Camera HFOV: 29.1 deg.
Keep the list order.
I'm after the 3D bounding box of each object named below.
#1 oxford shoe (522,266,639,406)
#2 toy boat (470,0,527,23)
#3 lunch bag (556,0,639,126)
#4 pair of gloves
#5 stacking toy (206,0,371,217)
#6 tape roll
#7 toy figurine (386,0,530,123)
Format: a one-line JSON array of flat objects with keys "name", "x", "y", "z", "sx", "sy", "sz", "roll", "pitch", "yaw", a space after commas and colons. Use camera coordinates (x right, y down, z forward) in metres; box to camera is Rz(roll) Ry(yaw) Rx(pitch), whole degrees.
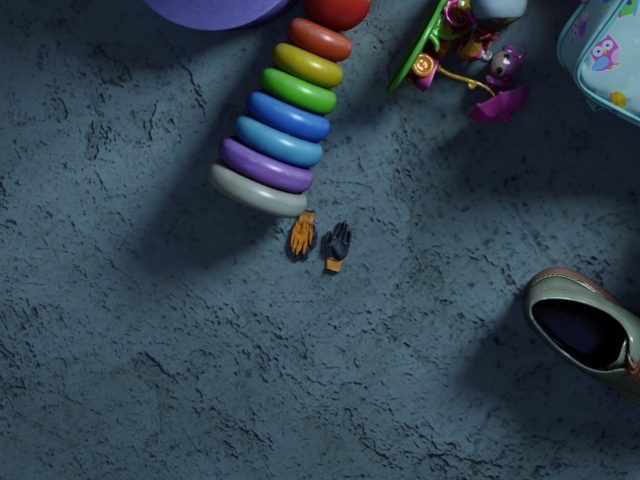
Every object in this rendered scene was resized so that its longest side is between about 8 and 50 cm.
[{"name": "oxford shoe", "x": 0.401, "y": 0.159, "z": 1.531, "sx": 0.348, "sy": 0.130, "sz": 0.123, "roll": 27, "pitch": 106, "yaw": 10}, {"name": "toy boat", "x": 0.311, "y": -0.368, "z": 1.455, "sx": 0.318, "sy": 0.148, "sz": 0.267, "roll": -42, "pitch": 87, "yaw": 18}, {"name": "lunch bag", "x": 0.418, "y": -0.223, "z": 1.412, "sx": 0.279, "sy": 0.108, "sz": 0.224, "roll": 24, "pitch": 120, "yaw": -20}, {"name": "pair of gloves", "x": 0.000, "y": 0.000, "z": 1.684, "sx": 0.083, "sy": 0.010, "sz": 0.074, "roll": 18, "pitch": 104, "yaw": 12}, {"name": "stacking toy", "x": -0.026, "y": -0.201, "z": 1.597, "sx": 0.141, "sy": 0.141, "sz": 0.330, "roll": 26, "pitch": 102, "yaw": 11}, {"name": "tape roll", "x": -0.130, "y": -0.412, "z": 1.608, "sx": 0.274, "sy": 0.090, "sz": 0.275, "roll": 3, "pitch": 100, "yaw": 17}, {"name": "toy figurine", "x": 0.193, "y": -0.222, "z": 1.554, "sx": 0.159, "sy": 0.130, "sz": 0.173, "roll": 30, "pitch": 82, "yaw": -4}]
